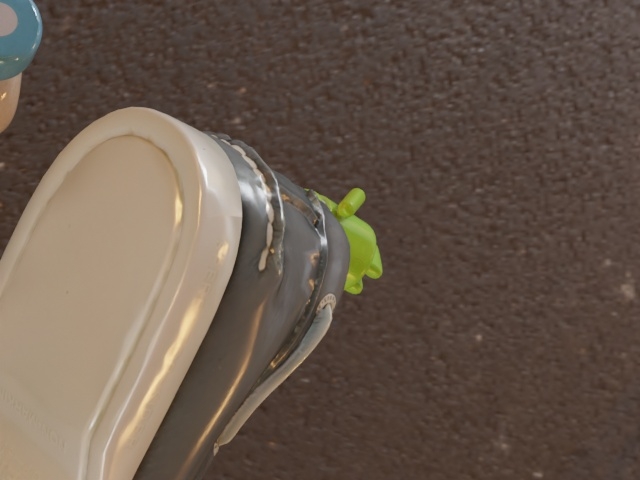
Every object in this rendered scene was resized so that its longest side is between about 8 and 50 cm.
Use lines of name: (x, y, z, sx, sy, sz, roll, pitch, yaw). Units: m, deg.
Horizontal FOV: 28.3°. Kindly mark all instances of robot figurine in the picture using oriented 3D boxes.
robot figurine: (0.000, 0.000, 1.070, 0.115, 0.101, 0.067, 31, 34, -31)

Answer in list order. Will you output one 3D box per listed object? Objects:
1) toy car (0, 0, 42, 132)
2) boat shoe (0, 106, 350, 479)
toy car: (-0.366, -0.193, 1.040, 0.238, 0.219, 0.210, 3, 74, -23)
boat shoe: (-0.091, 0.110, 0.440, 0.099, 0.116, 0.319, 15, 107, -49)
